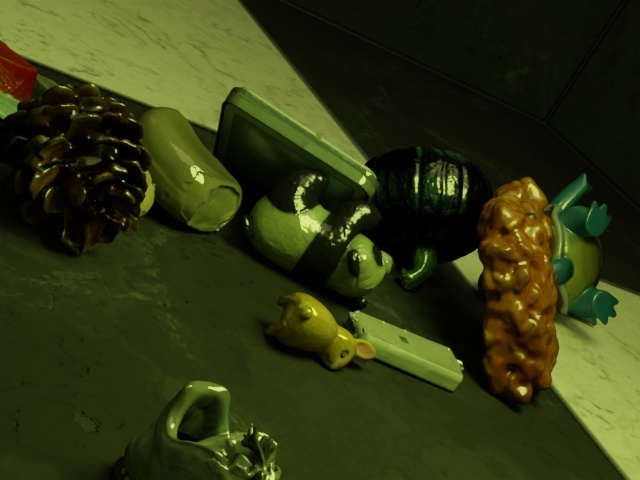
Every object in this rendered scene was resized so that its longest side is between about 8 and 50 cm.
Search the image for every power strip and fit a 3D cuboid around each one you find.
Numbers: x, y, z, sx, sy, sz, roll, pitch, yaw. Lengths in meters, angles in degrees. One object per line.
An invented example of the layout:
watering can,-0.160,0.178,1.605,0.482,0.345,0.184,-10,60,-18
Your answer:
power strip,0.121,0.157,1.806,0.192,0.035,0.081,24,21,-22

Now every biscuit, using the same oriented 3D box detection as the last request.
biscuit,0.314,0.073,1.977,0.110,0.318,0.312,-2,12,16

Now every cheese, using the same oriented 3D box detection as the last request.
cheese,-0.207,-0.113,1.832,0.202,0.091,0.175,55,15,24

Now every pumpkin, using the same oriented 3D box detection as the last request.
pumpkin,0.171,-0.028,2.126,0.248,0.248,0.248,28,19,-10

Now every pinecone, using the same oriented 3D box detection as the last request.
pinecone,-0.305,-0.088,1.559,0.179,0.184,0.205,27,45,-55

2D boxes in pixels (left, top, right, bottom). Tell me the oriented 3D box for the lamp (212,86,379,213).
lamp,-0.046,-0.110,1.980,0.266,0.047,0.269,34,-20,3

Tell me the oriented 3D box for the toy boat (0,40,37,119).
toy boat,-0.530,-0.243,1.693,0.332,0.133,0.145,29,10,-41

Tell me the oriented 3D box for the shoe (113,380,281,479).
shoe,-0.079,0.239,1.109,0.109,0.149,0.293,15,23,-44

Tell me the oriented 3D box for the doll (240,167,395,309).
doll,-0.002,0.000,1.876,0.234,0.143,0.135,30,50,-3

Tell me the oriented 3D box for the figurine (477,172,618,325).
figurine,0.455,0.045,2.383,0.416,0.243,0.298,-32,108,-66

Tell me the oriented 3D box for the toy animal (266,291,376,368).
toy animal,0.013,0.130,1.659,0.159,0.070,0.083,35,-26,-30

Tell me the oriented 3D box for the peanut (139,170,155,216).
peanut,-0.317,-0.107,1.700,0.214,0.099,0.090,30,44,2

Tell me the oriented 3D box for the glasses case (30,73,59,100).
glasses case,-0.371,-0.175,1.863,0.205,0.047,0.071,41,10,27
